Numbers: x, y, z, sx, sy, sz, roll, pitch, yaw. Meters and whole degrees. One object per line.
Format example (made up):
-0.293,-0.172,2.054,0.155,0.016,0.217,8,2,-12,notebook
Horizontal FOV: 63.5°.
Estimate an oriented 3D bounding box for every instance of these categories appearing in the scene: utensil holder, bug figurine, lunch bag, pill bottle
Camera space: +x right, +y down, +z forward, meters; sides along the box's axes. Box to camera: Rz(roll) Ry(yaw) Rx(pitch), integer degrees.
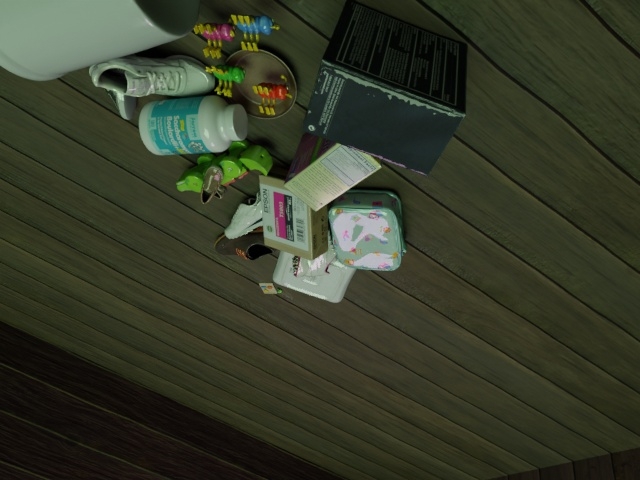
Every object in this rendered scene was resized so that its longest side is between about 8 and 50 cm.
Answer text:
-0.497,-0.536,1.079,0.385,0.328,0.328,-5,134,21,utensil holder
-0.177,-0.429,1.212,0.216,0.072,0.279,14,151,15,bug figurine
0.151,-0.028,1.588,0.223,0.108,0.279,0,136,15,lunch bag
-0.328,-0.302,1.359,0.263,0.146,0.146,0,136,18,pill bottle

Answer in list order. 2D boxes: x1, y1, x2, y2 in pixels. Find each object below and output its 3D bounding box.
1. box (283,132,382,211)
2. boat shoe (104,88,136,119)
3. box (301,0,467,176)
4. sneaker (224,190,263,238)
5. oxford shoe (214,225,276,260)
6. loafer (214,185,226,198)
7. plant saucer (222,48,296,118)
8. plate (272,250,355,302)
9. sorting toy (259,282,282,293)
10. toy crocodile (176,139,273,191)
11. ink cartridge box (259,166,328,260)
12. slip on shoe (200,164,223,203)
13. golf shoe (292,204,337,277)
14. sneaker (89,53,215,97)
0.044,-0.230,1.321,0.117,0.214,0.243,38,134,-24,box
-0.553,-0.434,1.398,0.070,0.078,0.219,9,130,7,boat shoe
0.144,-0.331,1.117,0.293,0.296,0.183,19,138,-3,box
-0.239,-0.082,1.683,0.235,0.090,0.095,-27,110,33,sneaker
-0.261,0.018,1.774,0.271,0.098,0.097,-12,132,28,oxford shoe
-0.362,-0.172,1.644,0.125,0.039,0.045,23,138,-8,loafer
-0.153,-0.406,1.327,0.198,0.036,0.199,10,138,9,plant saucer
-0.026,0.119,1.852,0.277,0.045,0.277,19,139,-2,plate
-0.191,0.186,2.000,0.083,0.012,0.062,-1,135,19,sorting toy
-0.291,-0.207,1.526,0.340,0.115,0.105,-16,130,30,toy crocodile
-0.078,-0.080,1.520,0.193,0.088,0.235,16,121,33,ink cartridge box
-0.313,-0.157,1.469,0.051,0.041,0.135,24,138,-16,slip on shoe
0.000,0.000,1.667,0.140,0.115,0.306,9,131,-12,golf shoe
-0.420,-0.398,1.299,0.305,0.152,0.114,3,133,-16,sneaker
